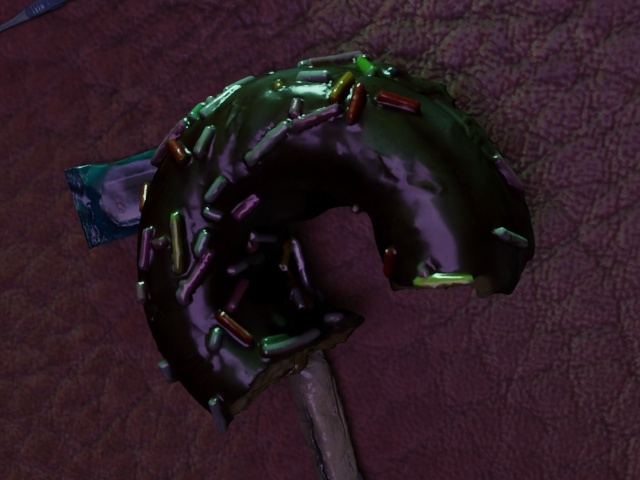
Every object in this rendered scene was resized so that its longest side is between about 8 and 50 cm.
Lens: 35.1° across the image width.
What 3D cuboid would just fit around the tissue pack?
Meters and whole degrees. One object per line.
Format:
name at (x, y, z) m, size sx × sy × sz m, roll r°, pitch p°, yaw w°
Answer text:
tissue pack at (-0.170, -0.048, 0.971) m, size 0.138 × 0.028 × 0.085 m, roll -13°, pitch 102°, yaw 13°

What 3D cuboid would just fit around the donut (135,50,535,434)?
donut at (-0.015, -0.018, 0.843) m, size 0.345 × 0.136 × 0.259 m, roll -27°, pitch 90°, yaw 18°

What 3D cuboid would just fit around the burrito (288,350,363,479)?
burrito at (0.001, 0.170, 0.964) m, size 0.045 × 0.041 × 0.185 m, roll -18°, pitch 98°, yaw -23°

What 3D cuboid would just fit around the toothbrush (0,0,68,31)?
toothbrush at (-0.261, -0.226, 0.959) m, size 0.219 × 0.019 × 0.016 m, roll -19°, pitch 82°, yaw 18°
